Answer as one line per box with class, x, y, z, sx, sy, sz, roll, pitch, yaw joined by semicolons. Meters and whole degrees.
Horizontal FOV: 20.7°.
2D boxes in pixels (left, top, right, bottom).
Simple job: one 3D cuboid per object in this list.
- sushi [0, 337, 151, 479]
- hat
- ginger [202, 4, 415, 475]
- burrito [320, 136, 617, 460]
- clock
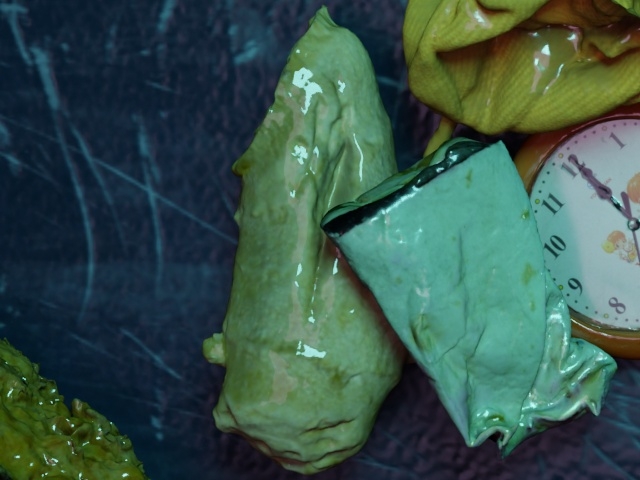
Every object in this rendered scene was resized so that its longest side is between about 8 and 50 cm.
sushi;-0.289;0.191;1.392;0.348;0.234;0.207;35;105;5
hat;0.147;-0.134;1.253;0.244;0.233;0.233;30;122;-11
ginger;0.000;0.000;1.326;0.190;0.126;0.354;-4;93;-3
burrito;0.110;0.046;1.267;0.144;0.089;0.229;-31;103;-9
clock;0.233;-0.013;1.297;0.205;0.051;0.205;3;99;17
